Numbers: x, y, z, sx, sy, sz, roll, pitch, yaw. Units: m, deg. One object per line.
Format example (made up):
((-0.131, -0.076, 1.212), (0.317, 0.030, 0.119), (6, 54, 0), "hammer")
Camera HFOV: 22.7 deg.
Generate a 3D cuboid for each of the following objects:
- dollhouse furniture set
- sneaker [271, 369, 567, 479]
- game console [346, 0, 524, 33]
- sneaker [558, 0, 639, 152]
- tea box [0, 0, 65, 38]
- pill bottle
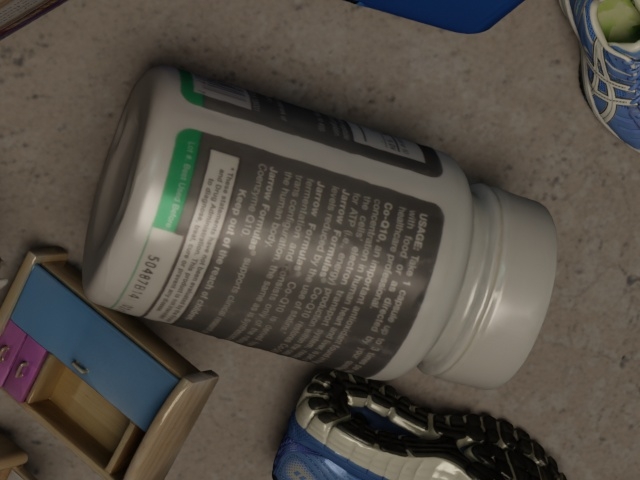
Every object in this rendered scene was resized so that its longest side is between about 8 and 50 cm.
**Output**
((-0.283, 0.162, 1.275), (0.198, 0.303, 0.286), (37, 109, 23), "dollhouse furniture set")
((0.103, 0.241, 1.518), (0.330, 0.130, 0.147), (25, 123, -15), "sneaker")
((0.052, -0.296, 1.233), (0.293, 0.173, 0.250), (13, 106, -16), "game console")
((0.262, -0.153, 1.371), (0.080, 0.081, 0.211), (-30, 117, 3), "sneaker")
((-0.277, -0.287, 1.041), (0.329, 0.220, 0.324), (-29, 97, 11), "tea box")
((0.000, 0.000, 1.330), (0.361, 0.204, 0.204), (17, 111, -15), "pill bottle")
